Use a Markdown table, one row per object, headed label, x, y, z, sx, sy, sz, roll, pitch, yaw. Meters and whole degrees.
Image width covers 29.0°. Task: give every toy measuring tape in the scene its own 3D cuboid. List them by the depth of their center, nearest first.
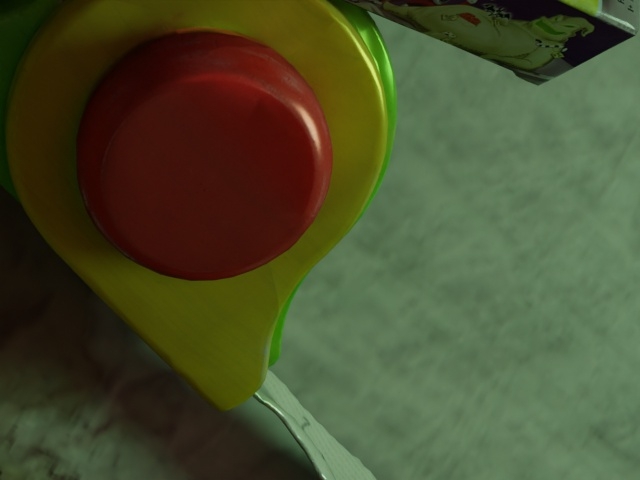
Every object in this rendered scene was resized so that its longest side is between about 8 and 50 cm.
| label | x | y | z | sx | sy | sz | roll | pitch | yaw |
| --- | --- | --- | --- | --- | --- | --- | --- | --- | --- |
| toy measuring tape | 0.000 | 0.000 | 0.399 | 0.121 | 0.121 | 0.330 | -49 | 120 | -15 |

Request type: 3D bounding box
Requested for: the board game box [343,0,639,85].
| label | x | y | z | sx | sy | sz | roll | pitch | yaw |
| --- | --- | --- | --- | --- | --- | --- | --- | --- | --- |
| board game box | 0.006 | -0.236 | 0.356 | 0.208 | 0.056 | 0.346 | 15 | 69 | -25 |
